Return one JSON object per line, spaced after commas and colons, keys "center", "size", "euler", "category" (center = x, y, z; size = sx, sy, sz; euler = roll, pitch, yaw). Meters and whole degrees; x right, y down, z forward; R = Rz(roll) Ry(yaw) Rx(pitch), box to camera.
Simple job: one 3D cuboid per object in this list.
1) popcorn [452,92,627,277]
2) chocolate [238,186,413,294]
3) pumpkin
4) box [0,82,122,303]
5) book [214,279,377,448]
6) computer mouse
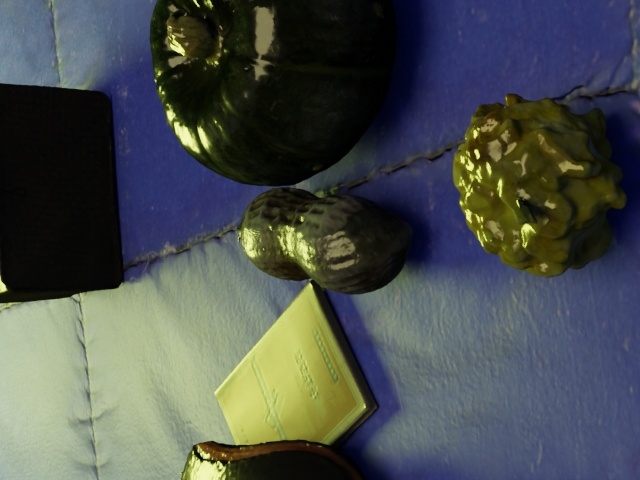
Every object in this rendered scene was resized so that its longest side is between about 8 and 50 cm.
{"center": [0.191, -0.049, 1.314], "size": [0.173, 0.142, 0.173], "euler": [2, 92, 60], "category": "popcorn"}
{"center": [0.000, 0.000, 1.592], "size": [0.248, 0.110, 0.110], "euler": [5, 95, 56], "category": "chocolate"}
{"center": [-0.058, -0.206, 1.578], "size": [0.300, 0.207, 0.300], "euler": [0, 90, 52], "category": "pumpkin"}
{"center": [-0.383, -0.059, 2.013], "size": [0.143, 0.184, 0.273], "euler": [-12, 81, 50], "category": "box"}
{"center": [-0.035, 0.180, 1.708], "size": [0.241, 0.018, 0.170], "euler": [-51, 54, 40], "category": "book"}
{"center": [-0.064, 0.309, 1.656], "size": [0.323, 0.116, 0.183], "euler": [-12, 86, 49], "category": "computer mouse"}
